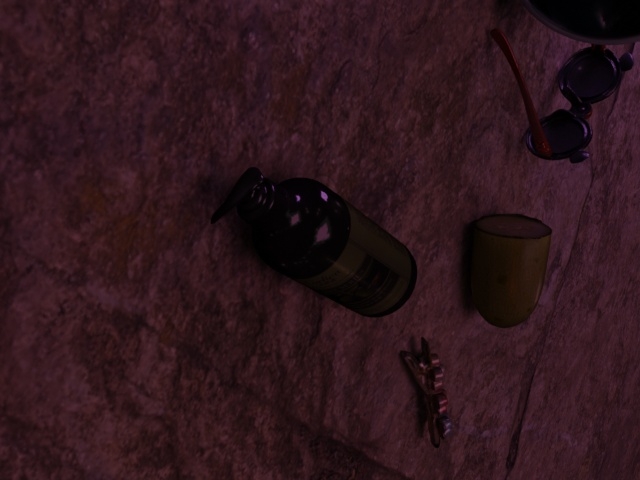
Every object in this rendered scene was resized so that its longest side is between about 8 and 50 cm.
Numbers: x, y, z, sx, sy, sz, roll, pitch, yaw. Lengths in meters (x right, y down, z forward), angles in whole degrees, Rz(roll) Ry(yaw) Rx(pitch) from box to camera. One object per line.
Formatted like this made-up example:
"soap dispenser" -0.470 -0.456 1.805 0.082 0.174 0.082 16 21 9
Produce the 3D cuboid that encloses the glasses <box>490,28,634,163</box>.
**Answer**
"glasses" 0.366 -0.274 1.114 0.234 0.118 0.268 -58 140 -15

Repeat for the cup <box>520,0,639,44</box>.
"cup" 0.445 -0.450 0.955 0.311 0.331 0.257 -55 133 -33

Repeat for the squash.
"squash" 0.287 0.055 1.156 0.123 0.123 0.186 -25 126 -44

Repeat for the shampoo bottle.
"shampoo bottle" 0.000 0.000 0.782 0.284 0.101 0.101 33 78 -51

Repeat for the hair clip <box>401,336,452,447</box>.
"hair clip" 0.171 0.230 1.127 0.056 0.062 0.214 -25 123 -6
